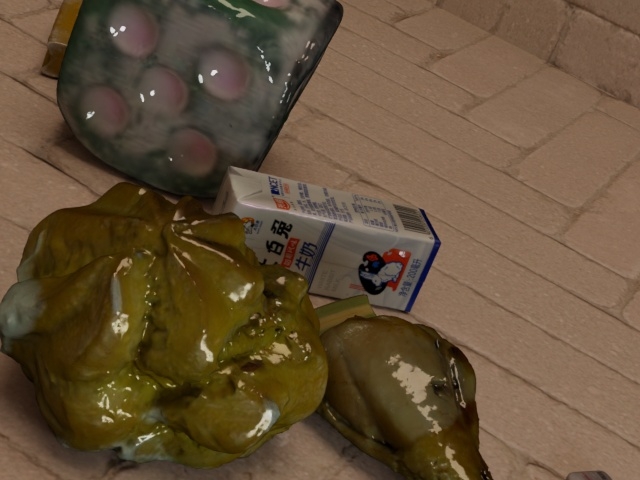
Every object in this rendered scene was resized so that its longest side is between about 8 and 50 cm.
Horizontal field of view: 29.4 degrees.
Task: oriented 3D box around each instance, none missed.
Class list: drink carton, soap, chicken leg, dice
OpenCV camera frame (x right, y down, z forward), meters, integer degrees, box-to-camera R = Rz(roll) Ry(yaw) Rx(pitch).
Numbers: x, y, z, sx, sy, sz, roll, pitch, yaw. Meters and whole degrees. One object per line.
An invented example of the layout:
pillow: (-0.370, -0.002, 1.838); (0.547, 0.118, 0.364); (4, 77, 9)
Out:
drink carton: (0.000, 0.000, 1.729); (0.314, 0.131, 0.107); (12, 27, -20)
soap: (-0.397, -0.342, 2.117); (0.140, 0.073, 0.232); (13, 29, -10)
chicken leg: (0.130, 0.245, 1.393); (0.201, 0.153, 0.429); (-11, 48, -28)
dice: (-0.181, -0.284, 1.869); (0.348, 0.330, 0.328); (24, 31, -1)

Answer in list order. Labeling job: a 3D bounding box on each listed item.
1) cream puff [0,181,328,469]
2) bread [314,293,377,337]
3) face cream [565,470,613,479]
cream puff: (-0.157, 0.071, 1.330); (0.378, 0.276, 0.378); (18, 25, -8)
bread: (-0.006, 0.113, 1.569); (0.139, 0.084, 0.074); (9, 31, -23)
face cream: (0.332, 0.307, 1.534); (0.083, 0.021, 0.040); (4, 32, -31)
